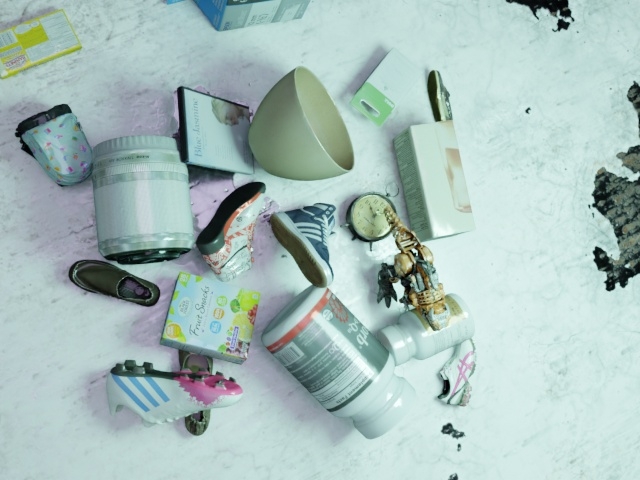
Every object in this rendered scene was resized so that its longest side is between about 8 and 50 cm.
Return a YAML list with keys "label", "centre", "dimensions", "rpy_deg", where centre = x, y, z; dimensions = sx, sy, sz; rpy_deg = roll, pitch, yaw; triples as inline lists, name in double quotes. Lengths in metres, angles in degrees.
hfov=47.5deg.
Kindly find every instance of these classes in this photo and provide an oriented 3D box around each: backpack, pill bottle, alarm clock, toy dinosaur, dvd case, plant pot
- label: "backpack"
  centre: [-0.612, -0.216, 1.713]
  dimensions: [0.152, 0.115, 0.182]
  rpy_deg: [-31, 94, -18]
- label: "pill bottle"
  centre: [0.269, 0.234, 1.877]
  dimensions: [0.229, 0.131, 0.131]
  rpy_deg: [-21, 89, -16]
- label: "alarm clock"
  centre: [0.145, -0.075, 1.917]
  dimensions: [0.129, 0.064, 0.192]
  rpy_deg: [40, 79, -7]
- label: "pill bottle"
  centre: [0.048, 0.296, 1.772]
  dimensions: [0.363, 0.210, 0.210]
  rpy_deg: [46, 75, -6]
- label: "toy dinosaur"
  centre: [0.237, 0.070, 1.803]
  dimensions: [0.164, 0.218, 0.322]
  rpy_deg: [2, 72, -6]
- label: "dvd case"
  centre: [-0.251, -0.263, 1.775]
  dimensions: [0.253, 0.022, 0.180]
  rpy_deg: [4, 80, -57]
- label: "plant pot"
  centre: [-0.066, -0.260, 1.803]
  dimensions: [0.191, 0.284, 0.284]
  rpy_deg: [-24, 90, 20]

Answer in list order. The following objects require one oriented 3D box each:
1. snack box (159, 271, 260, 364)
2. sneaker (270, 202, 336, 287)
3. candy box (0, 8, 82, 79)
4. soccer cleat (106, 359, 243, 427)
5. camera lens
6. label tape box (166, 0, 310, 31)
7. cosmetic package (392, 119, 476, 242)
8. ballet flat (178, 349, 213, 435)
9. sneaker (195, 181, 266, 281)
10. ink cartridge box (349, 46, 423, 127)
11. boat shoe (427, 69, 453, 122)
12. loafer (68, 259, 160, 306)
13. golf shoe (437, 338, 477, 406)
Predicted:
- label: "snack box"
  centre: [-0.264, 0.188, 1.755]
  dimensions: [0.207, 0.070, 0.174]
  rpy_deg: [15, 62, -12]
- label: "sneaker"
  centre: [0.000, 0.000, 1.789]
  dimensions: [0.153, 0.282, 0.099]
  rpy_deg: [-17, 131, -22]
- label: "candy box"
  centre: [-0.698, -0.478, 1.767]
  dimensions: [0.206, 0.027, 0.105]
  rpy_deg: [-27, 93, -16]
- label: "soccer cleat"
  centre: [-0.338, 0.367, 1.683]
  dimensions: [0.331, 0.116, 0.143]
  rpy_deg: [6, 93, 14]
- label: "camera lens"
  centre: [-0.412, -0.087, 1.694]
  dimensions: [0.219, 0.219, 0.274]
  rpy_deg: [-5, 84, -15]
- label: "label tape box"
  centre: [-0.193, -0.619, 1.799]
  dimensions: [0.347, 0.249, 0.115]
  rpy_deg: [-16, 87, -16]
- label: "cosmetic package"
  centre: [0.298, -0.151, 1.922]
  dimensions: [0.129, 0.153, 0.296]
  rpy_deg: [-10, 87, -14]
- label: "ballet flat"
  centre: [-0.299, 0.344, 1.754]
  dimensions: [0.084, 0.058, 0.250]
  rpy_deg: [1, 83, -15]
- label: "sneaker"
  centre: [-0.201, -0.019, 1.813]
  dimensions: [0.270, 0.090, 0.145]
  rpy_deg: [-57, 137, -40]
- label: "ink cartridge box"
  centre: [0.170, -0.405, 1.965]
  dimensions: [0.109, 0.062, 0.209]
  rpy_deg: [39, 76, -7]
- label: "boat shoe"
  centre: [0.333, -0.396, 2.014]
  dimensions: [0.049, 0.056, 0.152]
  rpy_deg: [-11, 96, -20]
- label: "loafer"
  centre: [-0.485, 0.096, 1.725]
  dimensions: [0.220, 0.078, 0.080]
  rpy_deg: [17, 79, -12]
- label: "golf shoe"
  centre: [0.360, 0.341, 1.920]
  dimensions: [0.086, 0.067, 0.186]
  rpy_deg: [13, 80, -11]
